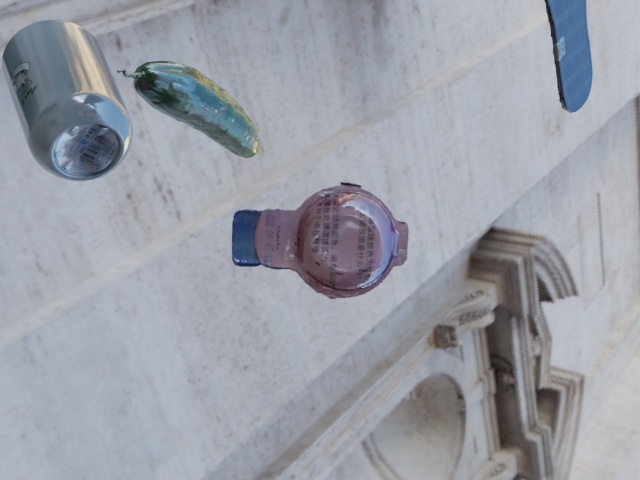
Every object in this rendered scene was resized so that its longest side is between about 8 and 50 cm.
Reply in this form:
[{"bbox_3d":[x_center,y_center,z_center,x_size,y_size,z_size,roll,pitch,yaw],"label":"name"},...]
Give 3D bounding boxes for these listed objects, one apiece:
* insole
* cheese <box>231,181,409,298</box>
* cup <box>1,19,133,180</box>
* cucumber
[{"bbox_3d":[0.274,-0.277,0.813,0.012,0.110,0.309,18,-38,39],"label":"insole"},{"bbox_3d":[0.000,0.000,1.176,0.074,0.286,0.189,165,-75,-89],"label":"cheese"},{"bbox_3d":[-0.497,-0.272,1.447,0.312,0.205,0.205,58,-31,37],"label":"cup"},{"bbox_3d":[-0.083,-0.095,0.524,0.039,0.168,0.039,-6,-106,23],"label":"cucumber"}]
